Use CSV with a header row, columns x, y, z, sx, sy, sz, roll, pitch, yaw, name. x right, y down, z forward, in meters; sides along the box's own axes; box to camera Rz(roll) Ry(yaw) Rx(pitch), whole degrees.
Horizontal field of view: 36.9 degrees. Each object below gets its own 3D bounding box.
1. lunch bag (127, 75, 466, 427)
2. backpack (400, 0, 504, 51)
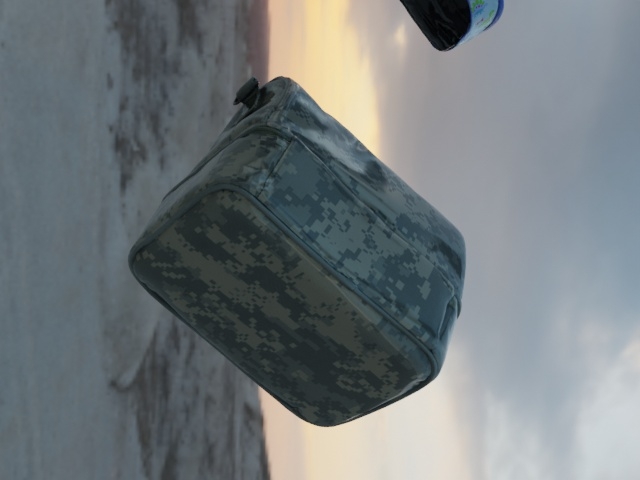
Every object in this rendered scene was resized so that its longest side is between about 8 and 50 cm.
x,y,z,sx,sy,sz,roll,pitch,yaw,name
0.000,0.000,0.972,0.212,0.305,0.256,-34,-158,42,lunch bag
0.135,-0.260,0.972,0.114,0.084,0.105,61,-23,3,backpack
